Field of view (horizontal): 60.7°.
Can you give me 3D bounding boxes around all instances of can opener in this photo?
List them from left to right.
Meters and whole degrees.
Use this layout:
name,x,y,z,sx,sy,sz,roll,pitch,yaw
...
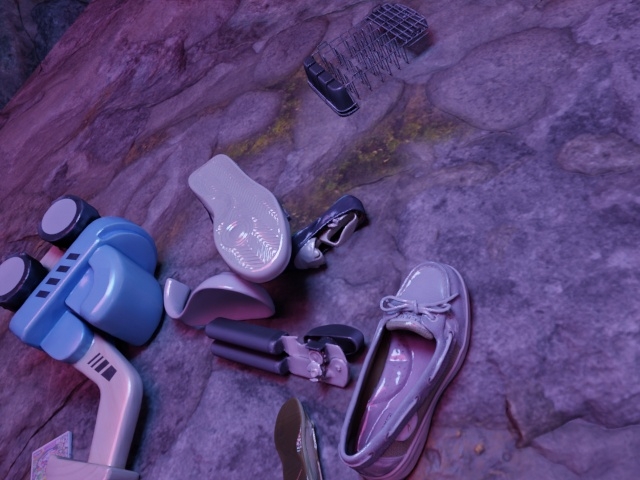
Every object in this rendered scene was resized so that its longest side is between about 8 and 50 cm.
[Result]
name,x,y,z,sx,sy,sz,roll,pitch,yaw
can opener,-0.063,0.171,0.878,0.281,0.074,0.093,3,24,32

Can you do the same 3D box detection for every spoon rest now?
name,x,y,z,sx,sy,sz,roll,pitch,yaw
spoon rest,-0.192,0.109,0.967,0.276,0.137,0.084,-6,60,46

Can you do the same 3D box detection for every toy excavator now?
name,x,y,z,sx,sy,sz,roll,pitch,yaw
toy excavator,-0.408,0.179,0.996,0.445,0.222,0.432,24,72,32

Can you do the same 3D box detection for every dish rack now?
name,x,y,z,sx,sy,sz,roll,pitch,yaw
dish rack,0.102,-0.416,1.215,0.272,0.074,0.208,-35,47,1

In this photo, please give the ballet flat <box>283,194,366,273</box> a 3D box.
name,x,y,z,sx,sy,sz,roll,pitch,yaw
ballet flat,0.000,0.000,0.959,0.203,0.074,0.074,-40,45,-4

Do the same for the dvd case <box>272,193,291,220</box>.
name,x,y,z,sx,sy,sz,roll,pitch,yaw
dvd case,-0.124,-0.032,1.098,0.119,0.013,0.087,-38,45,0

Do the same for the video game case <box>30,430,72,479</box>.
name,x,y,z,sx,sy,sz,roll,pitch,yaw
video game case,-0.482,0.416,0.977,0.087,0.011,0.122,-31,46,7

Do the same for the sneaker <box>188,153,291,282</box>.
name,x,y,z,sx,sy,sz,roll,pitch,yaw
sneaker,-0.120,-0.023,0.974,0.131,0.148,0.350,-34,42,-1

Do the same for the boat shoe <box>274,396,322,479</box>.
name,x,y,z,sx,sy,sz,roll,pitch,yaw
boat shoe,-0.027,0.296,0.771,0.056,0.048,0.153,-40,37,16

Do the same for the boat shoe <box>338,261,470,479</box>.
name,x,y,z,sx,sy,sz,roll,pitch,yaw
boat shoe,0.115,0.160,0.739,0.118,0.103,0.320,11,63,37
